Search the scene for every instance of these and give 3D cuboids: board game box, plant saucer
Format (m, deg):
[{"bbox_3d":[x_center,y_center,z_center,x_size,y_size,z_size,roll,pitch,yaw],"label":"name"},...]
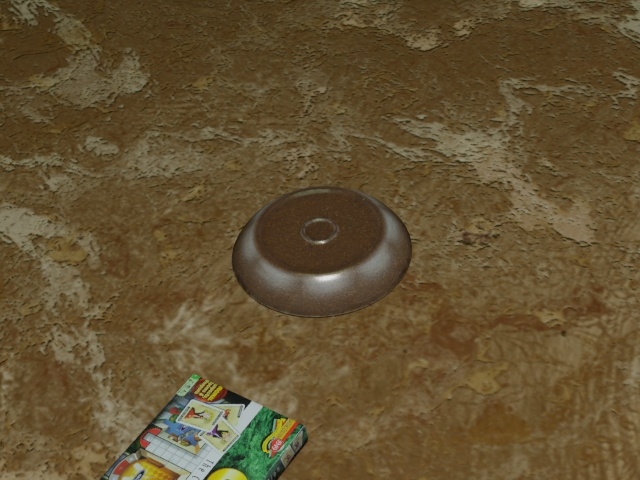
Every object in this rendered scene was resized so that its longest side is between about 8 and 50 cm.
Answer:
[{"bbox_3d":[-0.138,0.239,1.164,0.136,0.030,0.260,22,50,24],"label":"board game box"},{"bbox_3d":[0.000,0.000,1.396,0.198,0.036,0.198,-4,42,3],"label":"plant saucer"}]
